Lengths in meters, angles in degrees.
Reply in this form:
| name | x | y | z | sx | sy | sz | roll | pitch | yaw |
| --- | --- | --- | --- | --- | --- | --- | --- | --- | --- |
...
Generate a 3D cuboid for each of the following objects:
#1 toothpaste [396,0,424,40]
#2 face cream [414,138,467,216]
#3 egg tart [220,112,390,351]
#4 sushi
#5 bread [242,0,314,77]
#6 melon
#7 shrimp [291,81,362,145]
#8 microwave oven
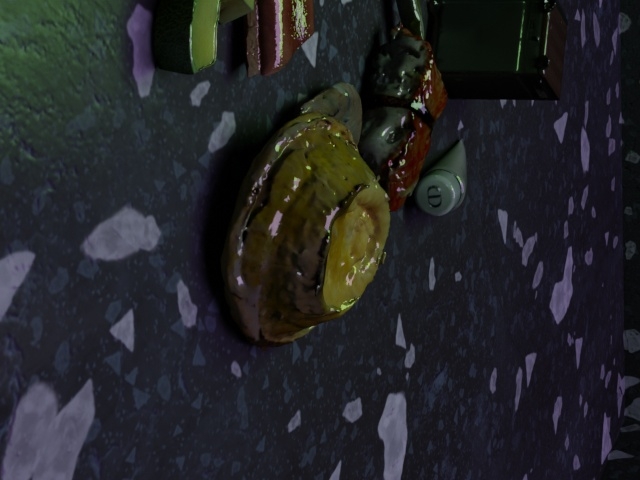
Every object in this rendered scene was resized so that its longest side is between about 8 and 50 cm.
| name | x | y | z | sx | sy | sz | roll | pitch | yaw |
| --- | --- | --- | --- | --- | --- | --- | --- | --- | --- |
| toothpaste | 0.145 | -0.454 | 1.773 | 0.078 | 0.047 | 0.247 | -140 | -144 | -70 |
| face cream | 0.260 | -0.115 | 2.037 | 0.314 | 0.089 | 0.143 | -32 | 121 | -67 |
| egg tart | 0.000 | 0.000 | 1.430 | 0.345 | 0.133 | 0.345 | -40 | 139 | -46 |
| sushi | 0.125 | -0.209 | 1.723 | 0.332 | 0.130 | 0.124 | -69 | 153 | -20 |
| bread | -0.063 | -0.312 | 1.392 | 0.119 | 0.067 | 0.192 | -2 | 94 | -55 |
| melon | -0.139 | -0.290 | 1.256 | 0.209 | 0.064 | 0.118 | -51 | 136 | -52 |
| shrimp | 0.000 | -0.156 | 1.551 | 0.254 | 0.059 | 0.145 | -46 | 140 | -55 |
| microwave oven | 0.344 | -0.382 | 1.988 | 0.178 | 0.248 | 0.188 | 16 | 81 | -65 |
